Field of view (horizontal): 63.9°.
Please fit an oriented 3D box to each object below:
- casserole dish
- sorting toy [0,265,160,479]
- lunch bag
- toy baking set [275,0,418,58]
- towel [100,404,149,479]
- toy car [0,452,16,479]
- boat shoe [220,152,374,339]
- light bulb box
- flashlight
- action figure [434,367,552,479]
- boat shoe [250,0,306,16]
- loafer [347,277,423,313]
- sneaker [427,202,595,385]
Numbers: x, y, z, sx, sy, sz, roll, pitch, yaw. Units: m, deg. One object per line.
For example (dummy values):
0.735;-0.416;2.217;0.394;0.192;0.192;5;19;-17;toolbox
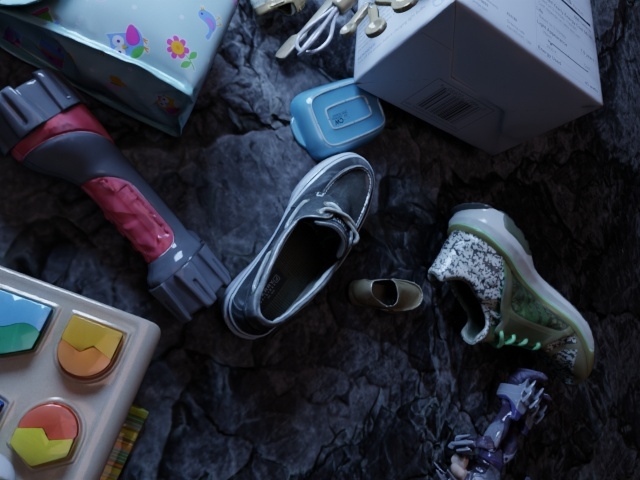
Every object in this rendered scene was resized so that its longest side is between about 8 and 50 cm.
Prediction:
0.036;-0.200;0.818;0.188;0.037;0.114;-28;98;-33;casserole dish
-0.295;0.142;0.523;0.208;0.038;0.193;25;69;-17;sorting toy
-0.234;-0.282;0.577;0.262;0.160;0.223;24;73;-17;lunch bag
0.045;-0.342;0.720;0.030;0.256;0.197;46;53;-40;toy baking set
-0.279;0.279;0.543;0.102;0.021;0.237;31;67;-26;towel
-0.334;0.280;0.434;0.182;0.159;0.136;-13;135;-2;toy car
0.000;0.000;0.712;0.121;0.119;0.335;44;62;-21;boat shoe
0.263;-0.396;0.866;0.357;0.225;0.361;18;66;-31;light bulb box
-0.230;-0.038;0.577;0.103;0.103;0.304;-37;107;-5;flashlight
0.304;0.360;0.882;0.185;0.099;0.285;51;63;-26;action figure
-0.050;-0.366;0.780;0.135;0.050;0.045;-23;108;-32;boat shoe
0.113;0.089;0.818;0.148;0.050;0.056;4;81;-33;loafer
0.324;0.135;0.919;0.182;0.158;0.410;-45;103;-17;sneaker
